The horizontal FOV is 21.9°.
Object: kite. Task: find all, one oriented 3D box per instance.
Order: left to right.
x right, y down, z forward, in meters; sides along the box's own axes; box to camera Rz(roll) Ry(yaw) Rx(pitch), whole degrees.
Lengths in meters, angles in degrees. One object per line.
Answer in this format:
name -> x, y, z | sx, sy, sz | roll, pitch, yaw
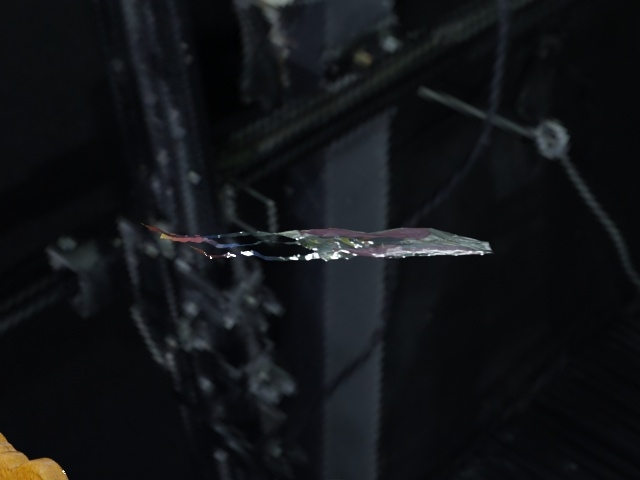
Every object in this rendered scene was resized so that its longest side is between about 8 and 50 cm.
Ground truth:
kite -> 0.000, 0.004, 1.707 | 0.204, 0.360, 0.022 | 20, -107, -64

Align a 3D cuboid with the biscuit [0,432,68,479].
biscuit -> -0.345, 0.348, 1.940 | 0.047, 0.334, 0.202 | 4, -84, -38
